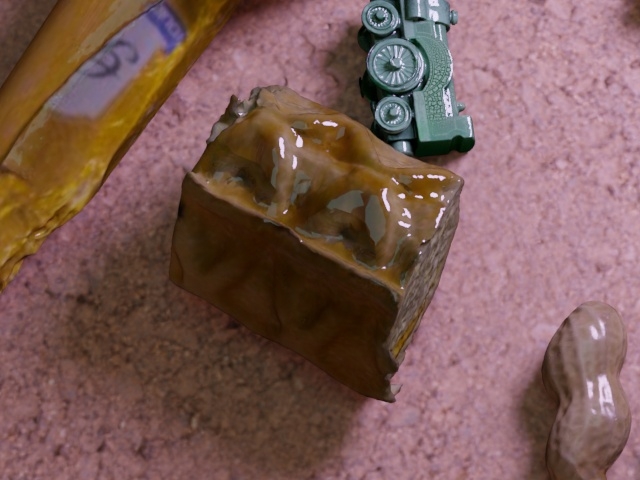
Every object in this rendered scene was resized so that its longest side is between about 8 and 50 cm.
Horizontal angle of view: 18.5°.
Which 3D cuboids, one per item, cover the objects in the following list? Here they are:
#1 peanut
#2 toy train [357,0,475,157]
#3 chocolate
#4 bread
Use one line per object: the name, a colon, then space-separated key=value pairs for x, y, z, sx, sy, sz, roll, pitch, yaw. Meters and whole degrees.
peanut: x=0.248 y=0.148 z=1.826 sx=0.082 sy=0.082 sz=0.187 roll=-2 pitch=74 yaw=6
toy train: x=0.092 y=-0.167 z=1.944 sx=0.105 sy=0.071 sz=0.178 roll=-5 pitch=74 yaw=-3
chocolate: x=-0.239 y=-0.121 z=1.934 sx=0.162 sy=0.162 sz=0.445 roll=31 pitch=82 yaw=14
bread: x=0.001 y=-0.005 z=1.840 sx=0.252 sy=0.196 sz=0.238 roll=21 pitch=76 yaw=15
